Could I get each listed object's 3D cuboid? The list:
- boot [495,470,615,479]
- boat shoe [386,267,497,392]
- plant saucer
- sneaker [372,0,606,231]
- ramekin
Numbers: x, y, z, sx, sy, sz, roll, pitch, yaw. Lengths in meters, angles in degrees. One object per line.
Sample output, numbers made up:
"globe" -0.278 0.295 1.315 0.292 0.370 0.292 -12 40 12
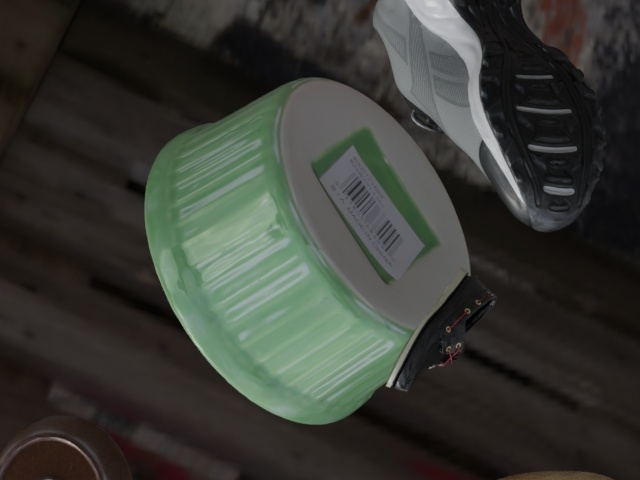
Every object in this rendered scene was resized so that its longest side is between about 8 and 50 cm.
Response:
"boot" 0.143 0.290 1.451 0.295 0.104 0.211 -22 113 34
"boat shoe" 0.094 0.074 1.544 0.042 0.133 0.049 36 138 7
"plant saucer" -0.267 0.259 2.000 0.168 0.029 0.168 -2 84 24
"sneaker" 0.115 -0.105 1.420 0.100 0.271 0.108 2 136 -31
"ramekin" 0.000 0.000 1.809 0.148 0.303 0.303 -31 112 32
